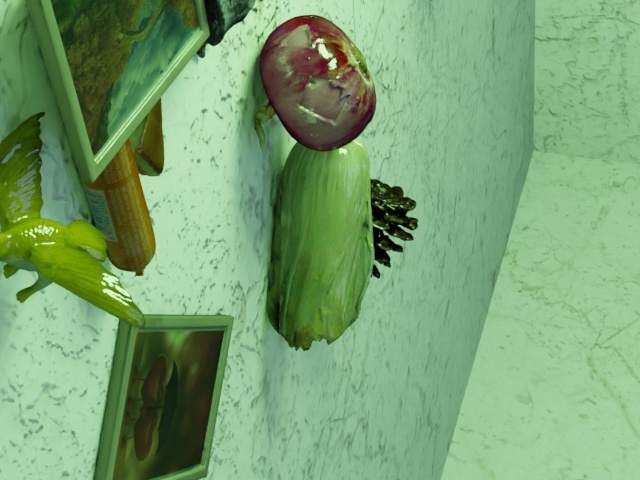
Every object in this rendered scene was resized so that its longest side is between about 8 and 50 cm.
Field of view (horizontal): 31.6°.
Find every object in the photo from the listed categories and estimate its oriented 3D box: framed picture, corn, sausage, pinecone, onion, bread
[{"bbox_3d":[-0.176,0.190,1.312,0.289,0.020,0.211,14,86,-73],"label":"framed picture"},{"bbox_3d":[-0.001,0.001,1.588,0.123,0.122,0.305,-6,108,-35],"label":"corn"},{"bbox_3d":[-0.201,-0.095,1.027,0.053,0.053,0.347,-64,155,-43],"label":"sausage"},{"bbox_3d":[0.056,-0.011,1.725,0.165,0.163,0.163,-65,167,17],"label":"pinecone"},{"bbox_3d":[-0.164,-0.193,0.974,0.250,0.016,0.184,-61,153,-45],"label":"framed picture"},{"bbox_3d":[-0.008,-0.199,1.438,0.177,0.154,0.177,0,90,-65],"label":"onion"},{"bbox_3d":[-0.181,-0.101,1.103,0.062,0.043,0.108,-58,153,-55],"label":"bread"}]

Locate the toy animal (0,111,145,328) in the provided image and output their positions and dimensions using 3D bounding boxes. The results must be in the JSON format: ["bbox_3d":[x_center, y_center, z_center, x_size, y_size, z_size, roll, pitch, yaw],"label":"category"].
[{"bbox_3d":[-0.239,0.016,0.917,0.155,0.219,0.095,-30,158,-21],"label":"toy animal"}]

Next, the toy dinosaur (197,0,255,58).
[{"bbox_3d":[-0.099,-0.288,1.136,0.294,0.077,0.162,85,10,-74],"label":"toy dinosaur"}]
